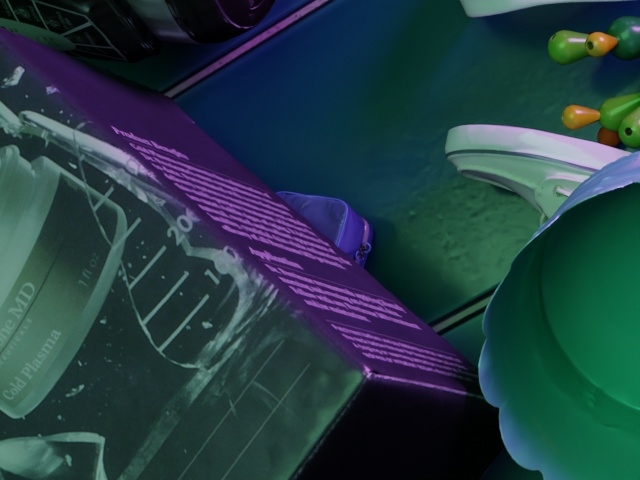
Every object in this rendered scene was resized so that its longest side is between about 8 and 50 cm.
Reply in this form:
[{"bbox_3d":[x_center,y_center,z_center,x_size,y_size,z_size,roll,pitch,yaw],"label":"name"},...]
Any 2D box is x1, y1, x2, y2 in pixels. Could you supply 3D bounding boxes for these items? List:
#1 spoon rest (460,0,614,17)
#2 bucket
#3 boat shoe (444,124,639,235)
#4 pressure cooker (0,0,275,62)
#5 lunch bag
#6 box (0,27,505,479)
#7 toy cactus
[{"bbox_3d":[0.215,-0.244,1.549,0.276,0.084,0.137,-18,113,41],"label":"spoon rest"},{"bbox_3d":[0.270,0.064,1.418,0.281,0.183,0.281,6,109,16],"label":"bucket"},{"bbox_3d":[0.224,-0.032,1.555,0.268,0.096,0.088,15,85,17],"label":"boat shoe"},{"bbox_3d":[-0.249,-0.360,1.656,0.420,0.375,0.369,5,118,14],"label":"pressure cooker"},{"bbox_3d":[0.000,0.000,1.664,0.098,0.065,0.067,11,75,30],"label":"lunch bag"},{"bbox_3d":[-0.184,0.167,1.524,0.472,0.297,0.480,41,101,30],"label":"box"},{"bbox_3d":[0.306,-0.143,1.544,0.219,0.112,0.180,24,73,29],"label":"toy cactus"}]
